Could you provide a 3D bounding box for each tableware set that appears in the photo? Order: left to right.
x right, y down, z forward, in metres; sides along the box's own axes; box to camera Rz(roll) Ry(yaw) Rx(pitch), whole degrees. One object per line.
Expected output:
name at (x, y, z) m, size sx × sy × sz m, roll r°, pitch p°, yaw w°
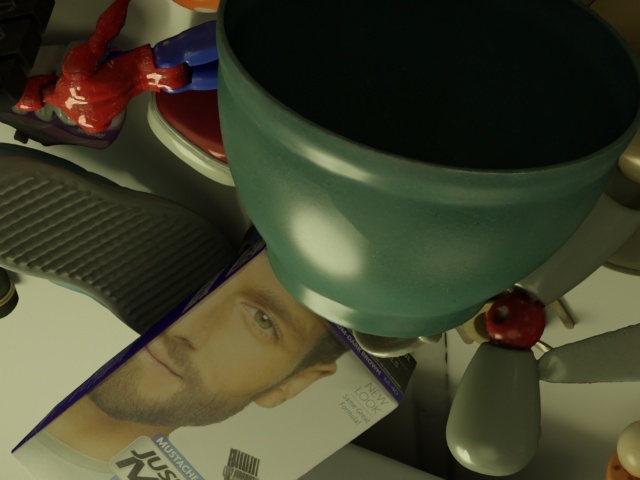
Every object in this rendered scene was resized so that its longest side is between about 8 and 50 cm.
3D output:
tableware set at (0.149, 0.048, 1.366) m, size 0.128 × 0.039 × 0.194 m, roll -12°, pitch 132°, yaw 33°

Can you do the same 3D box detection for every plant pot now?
plant pot at (0.059, -0.058, 1.012) m, size 0.293 × 0.293 × 0.196 m, roll 16°, pitch 128°, yaw 4°

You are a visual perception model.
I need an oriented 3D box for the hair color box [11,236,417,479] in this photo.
hair color box at (-0.101, 0.156, 1.325) m, size 0.339 × 0.110 × 0.185 m, roll -39°, pitch 96°, yaw 20°

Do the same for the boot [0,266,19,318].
boot at (-0.439, 0.018, 1.559) m, size 0.197 × 0.077 × 0.137 m, roll -3°, pitch 133°, yaw 6°

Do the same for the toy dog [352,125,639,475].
toy dog at (0.201, 0.017, 1.142) m, size 0.161 × 0.220 × 0.334 m, roll 19°, pitch 111°, yaw -47°

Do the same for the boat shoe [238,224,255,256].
boat shoe at (-0.037, 0.120, 1.476) m, size 0.110 × 0.104 × 0.307 m, roll 1°, pitch 138°, yaw 21°

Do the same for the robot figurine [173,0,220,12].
robot figurine at (-0.102, -0.256, 1.040) m, size 0.219 × 0.158 × 0.128 m, roll 44°, pitch 176°, yaw -27°

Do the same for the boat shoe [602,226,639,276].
boat shoe at (0.219, -0.030, 1.247) m, size 0.206 × 0.075 × 0.065 m, roll 23°, pitch -175°, yaw -12°

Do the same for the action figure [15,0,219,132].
action figure at (-0.117, -0.167, 1.174) m, size 0.280 × 0.139 × 0.091 m, roll -14°, pitch 137°, yaw -6°

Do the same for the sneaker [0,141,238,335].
sneaker at (-0.221, -0.012, 1.376) m, size 0.150 × 0.135 × 0.366 m, roll 32°, pitch 179°, yaw 42°

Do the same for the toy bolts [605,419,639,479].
toy bolts at (0.406, 0.270, 1.415) m, size 0.228 × 0.218 × 0.158 m, roll -14°, pitch 127°, yaw 10°

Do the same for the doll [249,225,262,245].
doll at (0.000, 0.000, 1.333) m, size 0.129 × 0.046 × 0.189 m, roll -29°, pitch 103°, yaw 3°

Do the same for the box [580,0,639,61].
box at (0.178, -0.215, 1.059) m, size 0.164 × 0.021 × 0.201 m, roll 11°, pitch 141°, yaw 10°

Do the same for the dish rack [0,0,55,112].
dish rack at (-0.286, -0.243, 1.080) m, size 0.074 × 0.208 × 0.272 m, roll -10°, pitch 134°, yaw 15°

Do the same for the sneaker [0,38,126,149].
sneaker at (-0.276, -0.134, 1.293) m, size 0.236 × 0.095 × 0.104 m, roll 13°, pitch 154°, yaw 9°

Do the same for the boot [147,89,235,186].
boot at (-0.012, -0.110, 1.214) m, size 0.244 × 0.088 × 0.176 m, roll 22°, pitch 142°, yaw -17°

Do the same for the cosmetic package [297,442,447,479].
cosmetic package at (0.036, 0.316, 1.572) m, size 0.453 × 0.162 × 0.230 m, roll 22°, pitch 168°, yaw -2°
